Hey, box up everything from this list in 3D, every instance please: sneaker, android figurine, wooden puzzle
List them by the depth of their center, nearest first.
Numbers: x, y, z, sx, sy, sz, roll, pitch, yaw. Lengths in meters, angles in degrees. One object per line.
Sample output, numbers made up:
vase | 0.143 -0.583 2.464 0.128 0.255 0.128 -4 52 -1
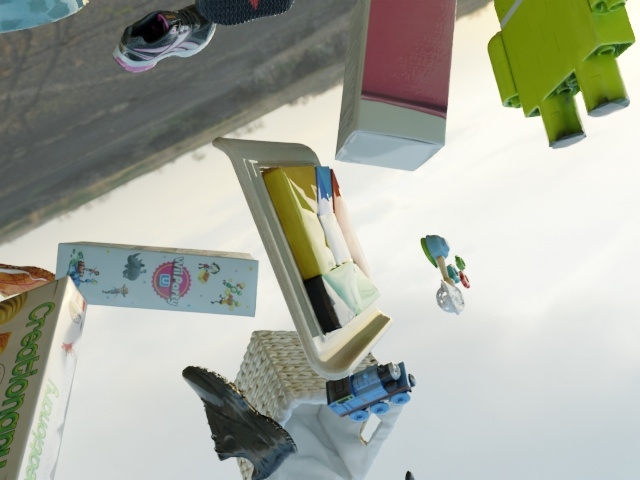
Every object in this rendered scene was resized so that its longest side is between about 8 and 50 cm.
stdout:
wooden puzzle | 0.000 0.000 0.664 0.044 0.239 0.221 -26 178 19
android figurine | 0.252 -0.247 0.723 0.056 0.273 0.248 -10 169 -10
sneaker | -0.226 -0.318 1.003 0.178 0.072 0.077 -42 180 -29
sneaker | -0.125 -0.383 1.034 0.161 0.057 0.075 -17 -131 -22
sneaker | -0.185 0.367 1.334 0.130 0.286 0.109 -48 168 -10
sneaker | -0.615 0.085 1.351 0.175 0.068 0.064 7 -172 0

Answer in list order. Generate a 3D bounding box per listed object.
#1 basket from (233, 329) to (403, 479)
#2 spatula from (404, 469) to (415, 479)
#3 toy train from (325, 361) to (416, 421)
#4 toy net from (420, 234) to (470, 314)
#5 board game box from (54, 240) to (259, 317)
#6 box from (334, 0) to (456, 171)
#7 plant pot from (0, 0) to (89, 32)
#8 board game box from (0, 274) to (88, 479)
basket | -0.027 0.412 1.612 0.331 0.328 0.266 6 -150 -30
spatula | 0.171 0.530 1.119 0.030 0.297 0.084 -10 -173 17
toy train | 0.102 0.305 1.350 0.184 0.105 0.080 -28 -141 20
toy net | 0.245 0.080 1.276 0.045 0.122 0.232 -29 -153 23
board game box | -0.263 0.059 1.108 0.303 0.098 0.224 4 -179 -9
box | 0.104 -0.231 0.933 0.126 0.233 0.148 7 171 -8
plant pot | -0.429 -0.386 0.764 0.292 0.196 0.293 4 -142 -3
board game box | -0.337 0.170 0.630 0.192 0.053 0.305 -21 -146 2
